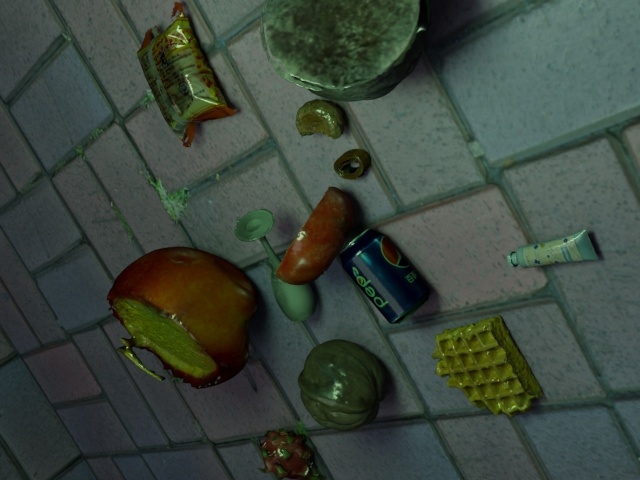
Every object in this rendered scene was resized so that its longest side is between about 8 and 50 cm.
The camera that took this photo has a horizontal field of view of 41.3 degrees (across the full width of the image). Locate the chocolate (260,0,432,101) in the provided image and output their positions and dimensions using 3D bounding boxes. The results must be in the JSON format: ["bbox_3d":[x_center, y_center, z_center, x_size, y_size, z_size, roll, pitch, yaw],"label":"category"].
[{"bbox_3d":[0.066,-0.363,1.513,0.303,0.303,0.213,34,179,22],"label":"chocolate"}]

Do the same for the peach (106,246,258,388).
[{"bbox_3d":[-0.334,0.189,2.216,0.405,0.310,0.335,24,136,21],"label":"peach"}]

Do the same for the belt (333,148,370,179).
[{"bbox_3d":[0.069,-0.161,1.805,0.083,0.036,0.059,-17,111,48],"label":"belt"}]

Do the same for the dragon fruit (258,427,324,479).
[{"bbox_3d":[-0.084,0.631,2.418,0.137,0.135,0.236,-15,123,41],"label":"dragon fruit"}]

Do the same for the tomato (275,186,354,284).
[{"bbox_3d":[0.000,0.000,1.851,0.095,0.237,0.237,32,137,1],"label":"tomato"}]

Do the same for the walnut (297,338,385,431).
[{"bbox_3d":[0.047,0.349,2.048,0.224,0.224,0.224,23,130,30],"label":"walnut"}]

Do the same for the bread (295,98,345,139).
[{"bbox_3d":[0.001,-0.258,1.783,0.113,0.060,0.082,13,125,35],"label":"bread"}]

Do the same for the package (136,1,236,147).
[{"bbox_3d":[-0.326,-0.378,1.976,0.223,0.108,0.288,-24,96,47],"label":"package"}]

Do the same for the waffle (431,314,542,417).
[{"bbox_3d":[0.343,0.284,1.832,0.219,0.057,0.229,-21,102,48],"label":"waffle"}]

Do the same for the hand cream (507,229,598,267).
[{"bbox_3d":[0.429,0.022,1.587,0.170,0.043,0.065,-15,111,42],"label":"hand cream"}]

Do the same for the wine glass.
[{"bbox_3d":[-0.098,0.008,2.060,0.096,0.264,0.310,-15,133,13],"label":"wine glass"}]

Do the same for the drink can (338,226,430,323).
[{"bbox_3d":[0.136,0.076,1.839,0.205,0.118,0.118,49,139,5],"label":"drink can"}]
